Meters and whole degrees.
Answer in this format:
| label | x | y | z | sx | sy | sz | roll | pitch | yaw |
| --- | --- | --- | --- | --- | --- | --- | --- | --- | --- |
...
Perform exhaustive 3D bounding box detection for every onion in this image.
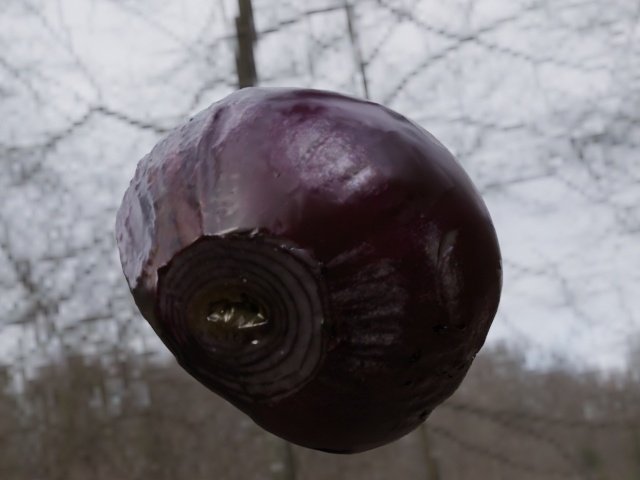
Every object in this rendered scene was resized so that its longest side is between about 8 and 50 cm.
| label | x | y | z | sx | sy | sz | roll | pitch | yaw |
| --- | --- | --- | --- | --- | --- | --- | --- | --- | --- |
| onion | 0.000 | 0.000 | 1.630 | 0.260 | 0.336 | 0.282 | -51 | -16 | 28 |
